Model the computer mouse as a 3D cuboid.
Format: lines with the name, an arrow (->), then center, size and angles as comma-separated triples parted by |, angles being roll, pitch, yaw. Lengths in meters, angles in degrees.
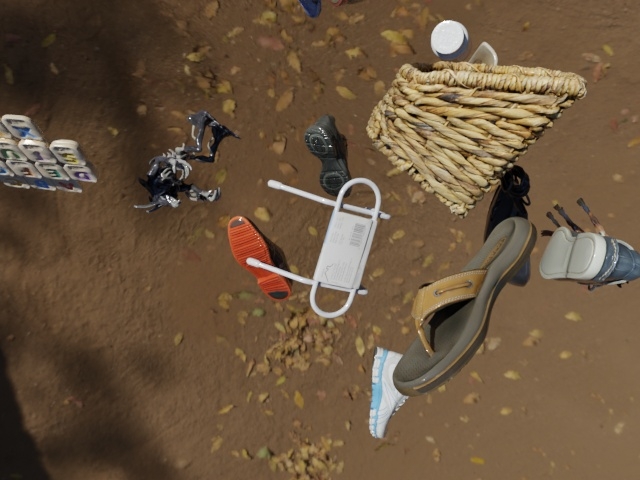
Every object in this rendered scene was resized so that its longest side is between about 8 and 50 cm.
computer mouse -> 0.352, -0.029, 1.046 | 0.072, 0.188, 0.272 | -11, 114, 5

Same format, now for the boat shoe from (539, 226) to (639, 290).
boat shoe -> 0.410, 0.026, 0.831 | 0.079, 0.254, 0.095 | 17, 88, 6

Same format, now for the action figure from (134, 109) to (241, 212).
action figure -> -0.309, -0.160, 1.241 | 0.141, 0.164, 0.275 | 35, 90, 28

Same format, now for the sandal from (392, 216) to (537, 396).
sandal -> 0.128, 0.049, 0.505 | 0.060, 0.090, 0.219 | 42, 72, -7

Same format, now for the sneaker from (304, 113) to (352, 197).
sneaker -> 0.048, -0.257, 1.651 | 0.109, 0.130, 0.286 | 6, 137, 26

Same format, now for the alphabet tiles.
alphabet tiles -> -0.602, -0.164, 1.066 | 0.284, 0.278, 0.021 | 4, 68, -3

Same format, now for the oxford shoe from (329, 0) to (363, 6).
oxford shoe -> 0.103, -0.852, 1.521 | 0.130, 0.123, 0.348 | -15, 138, -27

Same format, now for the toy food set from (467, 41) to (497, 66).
toy food set -> 0.329, -0.330, 1.373 | 0.092, 0.220, 0.306 | 27, 86, 1

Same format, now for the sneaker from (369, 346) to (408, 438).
sneaker -> 0.133, 0.287, 0.983 | 0.083, 0.071, 0.190 | 5, 114, 8

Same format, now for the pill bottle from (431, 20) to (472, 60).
pill bottle -> 0.432, -0.654, 1.775 | 0.121, 0.221, 0.121 | 4, 102, 20

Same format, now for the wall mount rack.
wall mount rack -> 0.000, 0.000, 1.313 | 0.304, 0.130, 0.350 | 13, 98, -19

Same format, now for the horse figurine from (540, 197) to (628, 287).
horse figurine -> 0.539, 0.002, 1.100 | 0.066, 0.263, 0.174 | -35, 85, 5

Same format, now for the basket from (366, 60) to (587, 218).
basket -> 0.220, -0.208, 0.783 | 0.213, 0.299, 0.223 | 41, 120, 6

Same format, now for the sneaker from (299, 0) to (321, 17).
sneaker -> -0.052, -0.729, 1.586 | 0.069, 0.209, 0.082 | 29, 75, 19

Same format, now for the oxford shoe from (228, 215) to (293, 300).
oxford shoe -> -0.156, 0.034, 1.418 | 0.097, 0.098, 0.271 | -14, 122, 21
